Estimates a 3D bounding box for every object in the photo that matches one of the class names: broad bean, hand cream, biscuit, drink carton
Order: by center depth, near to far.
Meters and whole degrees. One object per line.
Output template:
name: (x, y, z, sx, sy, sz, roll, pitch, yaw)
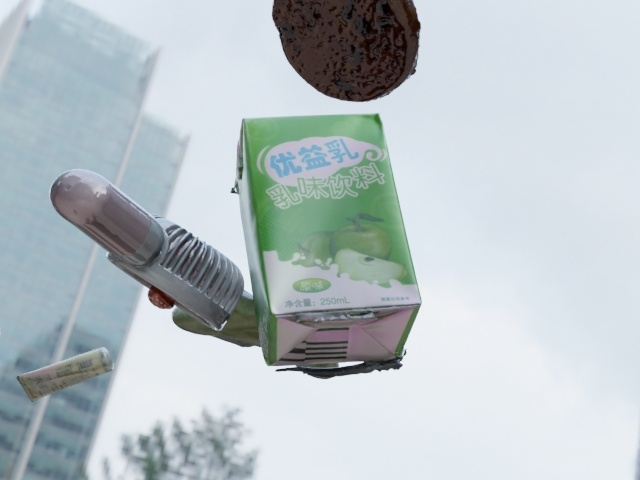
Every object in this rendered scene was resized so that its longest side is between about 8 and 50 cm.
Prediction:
drink carton: (0.000, 0.000, 1.492, 0.161, 0.271, 0.108, -2, -37, -10)
biscuit: (0.031, -0.248, 1.659, 0.192, 0.049, 0.192, 17, -47, 19)
broad bean: (-0.066, 0.100, 1.662, 0.206, 0.072, 0.153, 22, -1, -14)
hand cream: (-0.384, 0.202, 2.185, 0.143, 0.039, 0.061, -19, -45, -1)

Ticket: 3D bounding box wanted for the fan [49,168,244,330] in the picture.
fan: (-0.161, 0.007, 1.306, 0.130, 0.074, 0.244, 28, -9, 37)
